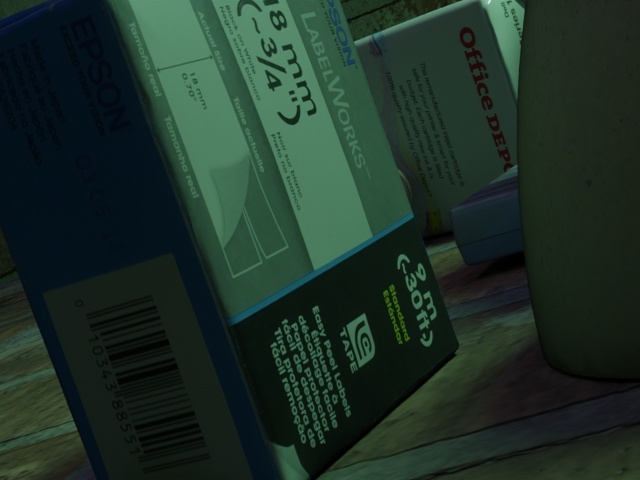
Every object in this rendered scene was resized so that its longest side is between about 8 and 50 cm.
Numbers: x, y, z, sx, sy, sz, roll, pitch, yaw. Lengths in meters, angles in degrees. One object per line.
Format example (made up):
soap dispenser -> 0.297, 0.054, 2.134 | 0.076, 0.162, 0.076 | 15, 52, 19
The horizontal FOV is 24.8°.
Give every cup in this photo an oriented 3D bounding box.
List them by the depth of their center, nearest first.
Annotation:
cup -> 0.230, -0.103, 0.697 | 0.331, 0.237, 0.331 | -19, 6, 2

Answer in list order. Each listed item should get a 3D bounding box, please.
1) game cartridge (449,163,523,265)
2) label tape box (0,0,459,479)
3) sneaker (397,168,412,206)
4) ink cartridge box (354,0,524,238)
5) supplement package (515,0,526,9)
game cartridge -> 0.289, -0.065, 1.073 | 0.355, 0.068, 0.230 | -17, 10, 24
label tape box -> -0.025, -0.026, 0.781 | 0.106, 0.240, 0.334 | -17, 6, 28
sneaker -> 0.000, 0.000, 1.282 | 0.252, 0.103, 0.111 | -31, 15, -35
ink cartridge box -> 0.117, -0.115, 1.401 | 0.117, 0.201, 0.278 | -24, 7, -42
supplement package -> 0.260, -0.218, 0.999 | 0.199, 0.198, 0.263 | -49, 7, -1
